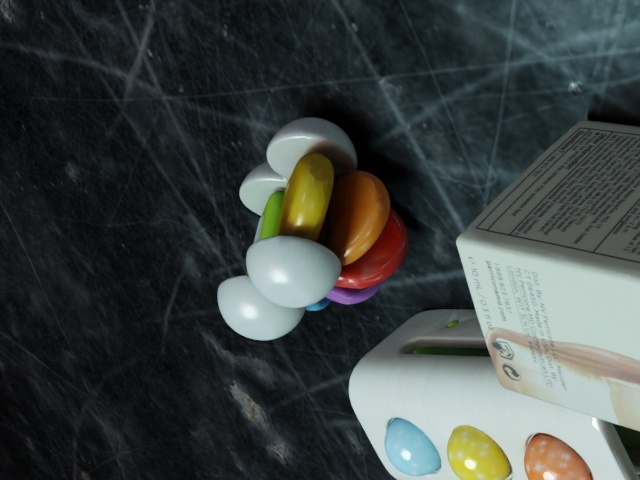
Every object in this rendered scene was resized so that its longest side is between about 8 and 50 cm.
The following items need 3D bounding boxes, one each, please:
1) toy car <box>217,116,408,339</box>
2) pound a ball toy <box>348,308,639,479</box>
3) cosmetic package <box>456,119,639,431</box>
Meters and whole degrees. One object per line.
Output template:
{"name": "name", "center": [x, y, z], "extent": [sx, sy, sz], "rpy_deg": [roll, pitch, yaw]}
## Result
{"name": "toy car", "center": [0.000, 0.000, 1.004], "extent": [0.136, 0.159, 0.182], "rpy_deg": [17, 151, -15]}
{"name": "pound a ball toy", "center": [0.182, 0.172, 0.927], "extent": [0.319, 0.135, 0.208], "rpy_deg": [-4, 119, 54]}
{"name": "cosmetic package", "center": [0.246, 0.033, 0.691], "extent": [0.296, 0.153, 0.129], "rpy_deg": [15, 135, 46]}
